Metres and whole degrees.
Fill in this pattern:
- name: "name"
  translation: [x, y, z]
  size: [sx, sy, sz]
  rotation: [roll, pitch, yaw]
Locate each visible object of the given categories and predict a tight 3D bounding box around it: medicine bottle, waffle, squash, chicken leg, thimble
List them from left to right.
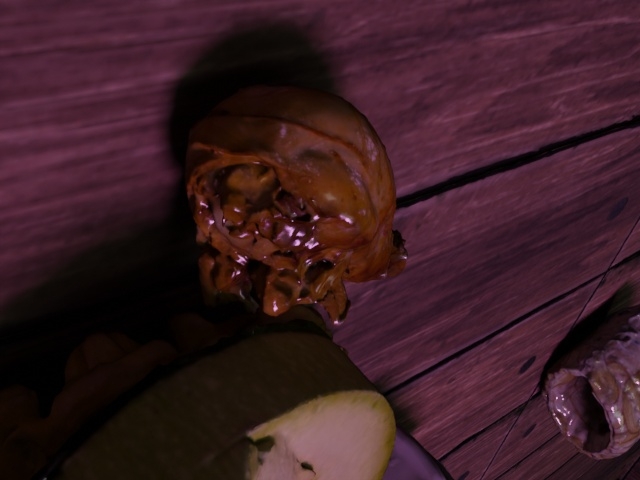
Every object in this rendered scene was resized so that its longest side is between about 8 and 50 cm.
- name: "waffle"
  translation: [-0.112, 0.158, 0.460]
  size: [0.325, 0.068, 0.302]
  rotation: [-56, 148, 12]
- name: "squash"
  translation: [-0.032, 0.147, 0.373]
  size: [0.220, 0.133, 0.220]
  rotation: [-34, 141, -34]
- name: "chicken leg"
  translation: [0.002, -0.003, 0.396]
  size: [0.207, 0.085, 0.101]
  rotation: [40, 59, -66]
- name: "medicine bottle"
  translation: [0.080, 0.221, 0.712]
  size: [0.069, 0.119, 0.183]
  rotation: [-47, 151, -5]
- name: "thimble"
  translation: [0.389, 0.186, 1.032]
  size: [0.143, 0.137, 0.190]
  rotation: [-32, 135, -23]
